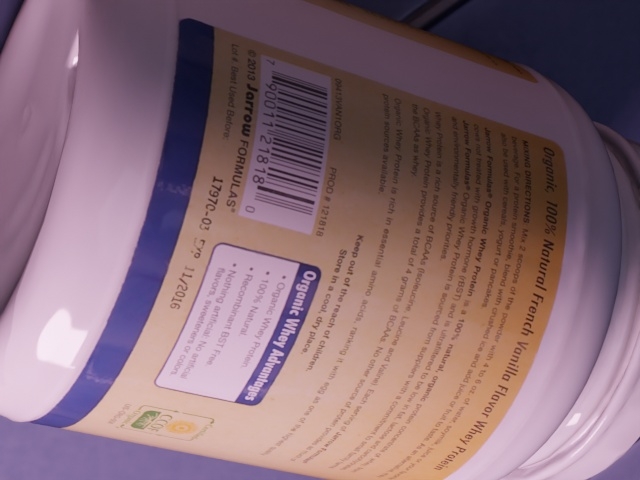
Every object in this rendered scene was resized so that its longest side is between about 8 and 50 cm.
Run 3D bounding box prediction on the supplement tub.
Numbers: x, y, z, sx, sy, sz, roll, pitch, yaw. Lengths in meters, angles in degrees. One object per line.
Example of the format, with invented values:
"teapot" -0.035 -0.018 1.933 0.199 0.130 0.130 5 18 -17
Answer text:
"supplement tub" 0.000 0.000 0.673 0.316 0.228 0.228 16 102 -25
